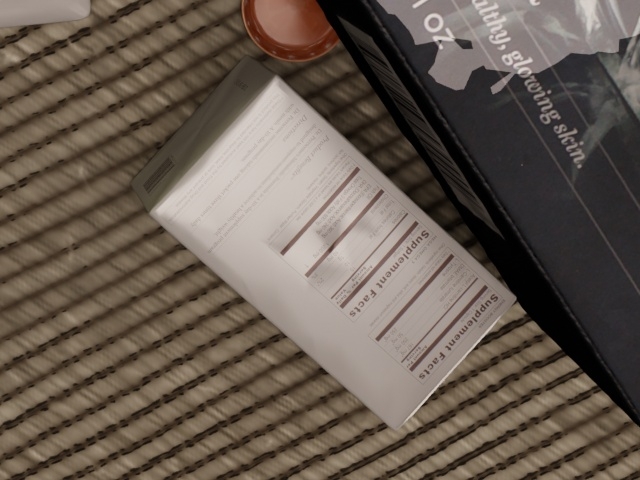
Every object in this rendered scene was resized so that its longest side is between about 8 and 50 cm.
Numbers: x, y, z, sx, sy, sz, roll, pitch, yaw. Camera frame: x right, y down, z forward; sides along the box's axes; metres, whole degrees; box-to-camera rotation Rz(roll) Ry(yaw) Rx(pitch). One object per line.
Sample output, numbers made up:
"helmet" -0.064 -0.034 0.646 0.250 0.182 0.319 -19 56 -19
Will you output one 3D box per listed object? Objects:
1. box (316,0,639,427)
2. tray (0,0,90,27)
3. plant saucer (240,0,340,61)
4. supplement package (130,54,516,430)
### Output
"box" 0.248 -0.219 1.284 0.472 0.297 0.480 -36 107 -1
"tray" -0.303 -0.213 1.390 0.270 0.030 0.145 -7 104 -9
"plant saucer" -0.018 -0.174 1.458 0.083 0.013 0.083 -2 104 -10
"supplement package" 0.000 0.000 1.435 0.244 0.139 0.134 42 91 -15
